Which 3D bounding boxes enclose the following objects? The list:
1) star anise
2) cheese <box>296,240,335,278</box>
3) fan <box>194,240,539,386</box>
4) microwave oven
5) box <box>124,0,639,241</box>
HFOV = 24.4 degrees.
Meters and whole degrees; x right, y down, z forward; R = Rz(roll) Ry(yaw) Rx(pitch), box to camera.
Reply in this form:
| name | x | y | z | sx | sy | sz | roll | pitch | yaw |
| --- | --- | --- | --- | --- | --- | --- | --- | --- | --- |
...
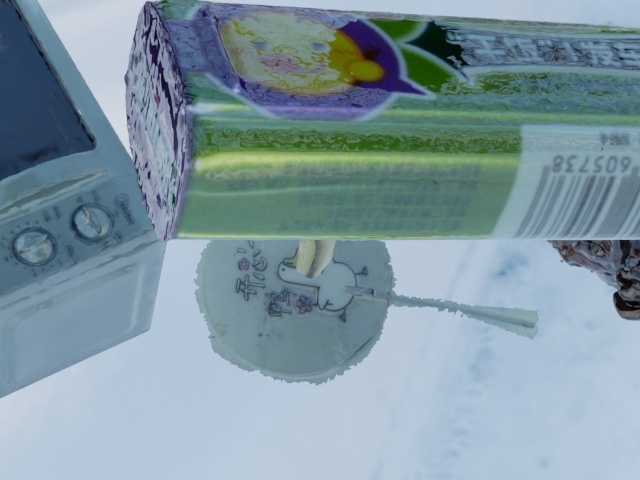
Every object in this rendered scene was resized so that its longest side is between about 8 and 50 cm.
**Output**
| name | x | y | z | sx | sy | sz | roll | pitch | yaw |
| --- | --- | --- | --- | --- | --- | --- | --- | --- | --- |
| star anise | 0.352 | 0.043 | 1.675 | 0.272 | 0.272 | 0.102 | 15 | 71 | 47 |
| cheese | 0.000 | 0.000 | 1.433 | 0.030 | 0.083 | 0.044 | 32 | 48 | 22 |
| fan | 0.057 | 0.063 | 1.758 | 0.414 | 0.233 | 0.012 | 7 | -9 | -2 |
| microwave oven | -0.278 | -0.048 | 1.235 | 0.181 | 0.237 | 0.295 | -25 | 70 | -23 |
| box | 0.079 | -0.058 | 0.784 | 0.345 | 0.097 | 0.134 | -1 | 41 | -21 |
